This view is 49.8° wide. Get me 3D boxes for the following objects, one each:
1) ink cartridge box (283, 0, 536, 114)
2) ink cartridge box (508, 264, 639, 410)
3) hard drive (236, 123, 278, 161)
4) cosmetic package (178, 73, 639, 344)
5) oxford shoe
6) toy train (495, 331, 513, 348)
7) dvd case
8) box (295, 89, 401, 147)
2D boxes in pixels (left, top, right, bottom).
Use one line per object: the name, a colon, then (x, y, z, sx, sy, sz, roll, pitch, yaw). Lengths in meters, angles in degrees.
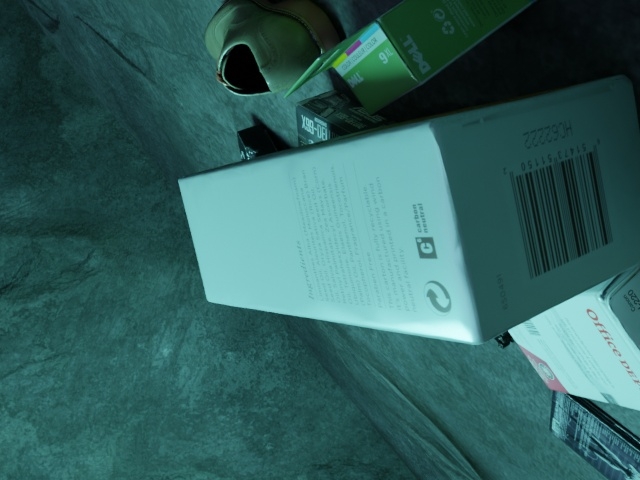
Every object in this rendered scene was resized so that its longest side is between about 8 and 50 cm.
ink cartridge box: (0.079, -0.165, 0.569, 0.062, 0.209, 0.109, 54, 164, -8)
ink cartridge box: (0.299, 0.091, 0.745, 0.158, 0.092, 0.218, 54, 166, -8)
hard drive: (-0.088, -0.041, 1.425, 0.339, 0.064, 0.237, 87, 160, -52)
cosmetic package: (0.057, -0.031, 0.696, 0.453, 0.230, 0.161, -2, 104, 56)
oxford shoe: (-0.112, -0.279, 0.996, 0.348, 0.130, 0.123, 25, 149, 58)
toy train: (0.263, 0.108, 1.010, 0.036, 0.027, 0.158, 53, 169, 39)
dvd case: (0.431, 0.313, 1.009, 0.221, 0.018, 0.164, 40, 160, 37)
box: (0.086, -0.044, 0.955, 0.307, 0.077, 0.242, 36, 141, 43)
